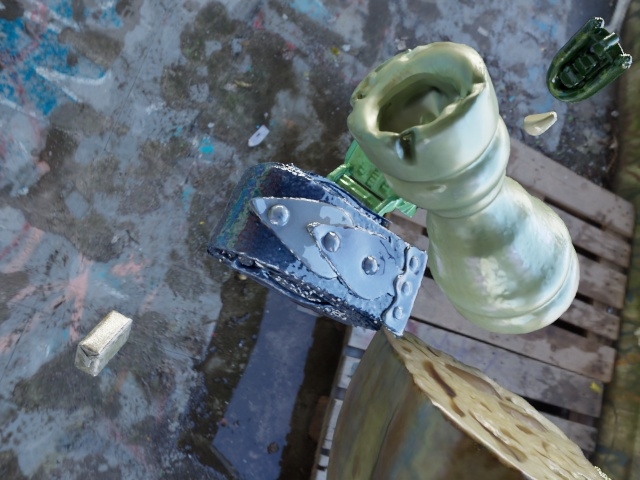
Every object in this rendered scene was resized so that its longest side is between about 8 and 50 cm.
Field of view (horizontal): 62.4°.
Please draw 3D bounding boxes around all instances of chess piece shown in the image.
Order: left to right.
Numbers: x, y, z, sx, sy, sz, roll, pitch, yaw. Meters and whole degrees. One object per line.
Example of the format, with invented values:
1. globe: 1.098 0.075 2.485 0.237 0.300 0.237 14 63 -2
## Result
1. chess piece: 0.210 -0.059 0.761 0.442 0.234 0.234 46 67 -41

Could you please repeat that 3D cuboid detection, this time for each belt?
1. belt: 0.000 0.001 0.534 0.218 0.122 0.128 30 74 -35

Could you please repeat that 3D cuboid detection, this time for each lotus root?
1. lotus root: 0.156 0.273 0.565 0.316 0.316 0.249 25 90 -21

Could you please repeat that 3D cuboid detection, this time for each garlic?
1. garlic: 0.489 -0.263 1.189 0.053 0.083 0.041 -48 111 -24

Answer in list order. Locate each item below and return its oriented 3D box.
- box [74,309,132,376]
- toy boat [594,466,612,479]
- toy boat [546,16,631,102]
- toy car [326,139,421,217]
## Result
1. box: -0.355 0.167 0.868 0.045 0.062 0.098 27 31 2
2. toy boat: 0.476 0.447 0.897 0.016 0.063 0.115 -12 119 -19
3. toy boat: 0.459 -0.304 0.922 0.052 0.210 0.104 -35 85 -5
4. toy car: 0.185 -0.204 1.108 0.213 0.176 0.358 41 100 22
